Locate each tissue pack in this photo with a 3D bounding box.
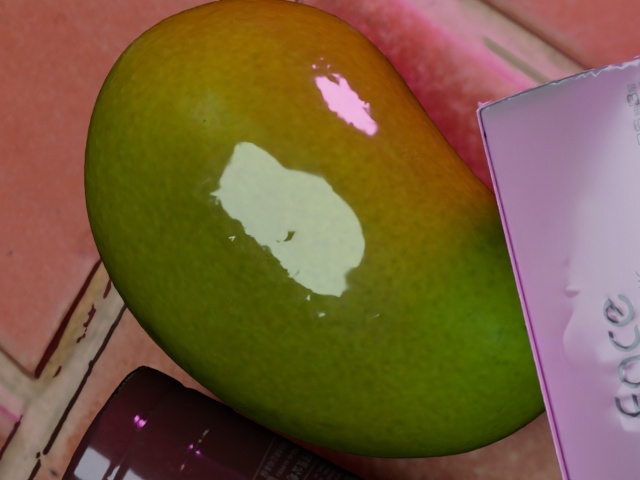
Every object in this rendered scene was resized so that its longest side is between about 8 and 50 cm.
[{"bbox_3d":[0.163,0.048,0.759,0.093,0.148,0.246,-16,85,28],"label":"tissue pack"}]

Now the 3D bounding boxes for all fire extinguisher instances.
[{"bbox_3d":[0.034,0.183,0.824,0.344,0.138,0.102,27,93,11],"label":"fire extinguisher"}]

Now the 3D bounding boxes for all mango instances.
[{"bbox_3d":[-0.008,0.003,0.842,0.185,0.149,0.273,-42,80,21],"label":"mango"}]
